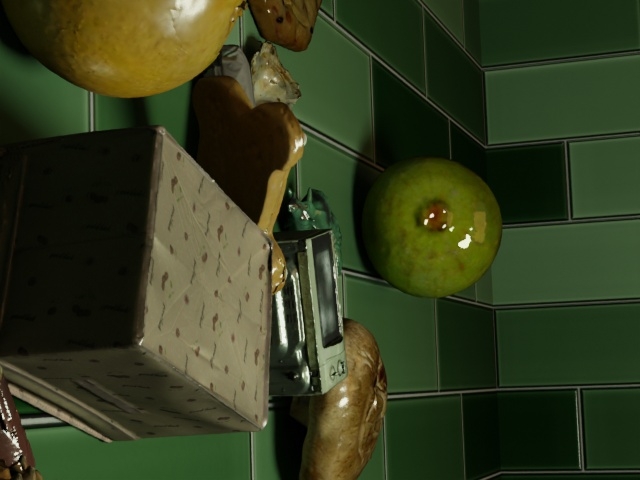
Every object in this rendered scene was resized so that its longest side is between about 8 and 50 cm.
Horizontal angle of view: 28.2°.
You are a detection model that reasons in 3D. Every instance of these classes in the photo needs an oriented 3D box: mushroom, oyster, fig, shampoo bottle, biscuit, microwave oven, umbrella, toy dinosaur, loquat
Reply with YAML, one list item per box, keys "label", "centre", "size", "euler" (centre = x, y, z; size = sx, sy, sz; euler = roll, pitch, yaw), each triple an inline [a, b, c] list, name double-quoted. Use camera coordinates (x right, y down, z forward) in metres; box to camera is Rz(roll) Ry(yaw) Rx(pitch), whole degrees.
- label: "mushroom"
  centre: [0.025, 0.249, 1.901]
  size: [0.278, 0.146, 0.278]
  euler: [11, 90, -88]
- label: "oyster"
  centre: [-0.081, -0.213, 1.837]
  size: [0.105, 0.056, 0.177]
  euler: [56, 32, -35]
- label: "fig"
  centre: [0.206, -0.013, 2.355]
  size: [0.326, 0.258, 0.258]
  euler: [71, 20, -72]
- label: "shampoo bottle"
  centre: [-0.305, 0.103, 1.080]
  size: [0.067, 0.068, 0.236]
  euler: [-26, 119, -26]
- label: "biscuit"
  centre: [-0.103, -0.023, 1.493]
  size: [0.047, 0.216, 0.339]
  euler: [-11, 122, -37]
- label: "microwave oven"
  centre: [-0.057, 0.095, 1.668]
  size: [0.129, 0.163, 0.204]
  euler: [-25, 109, -71]
- label: "umbrella"
  centre: [-0.109, -0.101, 1.627]
  size: [0.073, 0.067, 0.337]
  euler: [45, 33, -59]
- label: "biscuit"
  centre: [-0.060, -0.466, 1.971]
  size: [0.359, 0.046, 0.359]
  euler: [-3, 90, -72]
- label: "toy dinosaur"
  centre: [-0.003, 0.014, 1.989]
  size: [0.292, 0.079, 0.120]
  euler: [68, 27, -51]
- label: "loquat"
  centre: [-0.192, -0.271, 1.256]
  size: [0.263, 0.263, 0.263]
  euler: [-4, 90, -71]

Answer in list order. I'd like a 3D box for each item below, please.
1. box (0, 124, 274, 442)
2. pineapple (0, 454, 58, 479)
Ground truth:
- label: "box"
  centre: [-0.184, 0.056, 1.266]
  size: [0.297, 0.191, 0.225]
  euler: [51, 38, -61]
- label: "pineapple"
  centre: [-0.284, 0.213, 0.953]
  size: [0.357, 0.223, 0.223]
  euler: [65, 25, -22]
